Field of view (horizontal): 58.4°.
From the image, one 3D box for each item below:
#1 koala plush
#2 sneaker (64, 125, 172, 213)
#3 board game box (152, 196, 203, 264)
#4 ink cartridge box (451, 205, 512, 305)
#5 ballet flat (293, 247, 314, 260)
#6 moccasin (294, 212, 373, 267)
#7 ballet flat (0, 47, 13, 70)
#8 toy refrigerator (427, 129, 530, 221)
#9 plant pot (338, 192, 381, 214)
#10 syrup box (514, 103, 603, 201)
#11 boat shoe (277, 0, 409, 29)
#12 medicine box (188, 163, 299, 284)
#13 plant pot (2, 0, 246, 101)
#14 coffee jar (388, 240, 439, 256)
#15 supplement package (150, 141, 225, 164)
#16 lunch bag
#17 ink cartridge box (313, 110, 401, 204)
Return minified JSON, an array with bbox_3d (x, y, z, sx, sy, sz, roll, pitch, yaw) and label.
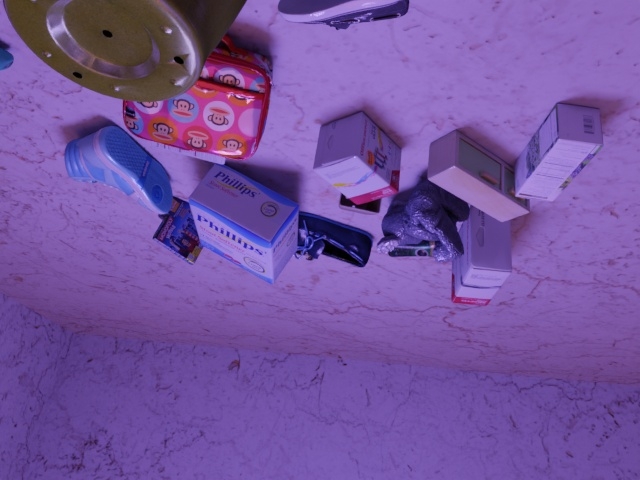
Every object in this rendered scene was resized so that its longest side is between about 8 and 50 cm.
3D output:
[{"bbox_3d":[0.252,-0.052,1.537,0.221,0.196,0.203,-16,134,43],"label":"koala plush"},{"bbox_3d":[-0.565,-0.181,1.585,0.208,0.127,0.319,-5,142,23],"label":"sneaker"},{"bbox_3d":[-0.443,-0.049,1.791,0.194,0.194,0.060,37,144,-21],"label":"board game box"},{"bbox_3d":[0.457,0.048,1.647,0.114,0.197,0.273,5,155,4],"label":"ink cartridge box"},{"bbox_3d":[-0.104,0.013,1.902,0.213,0.068,0.072,22,151,-25],"label":"ballet flat"},{"bbox_3d":[0.000,0.000,1.784,0.342,0.117,0.138,12,154,-6],"label":"moccasin"},{"bbox_3d":[-0.785,-0.420,1.206,0.247,0.083,0.087,9,141,-4],"label":"ballet flat"},{"bbox_3d":[0.385,-0.150,1.368,0.269,0.102,0.094,25,150,-29],"label":"toy refrigerator"},{"bbox_3d":[0.102,-0.121,1.523,0.109,0.109,0.096,12,167,-6],"label":"plant pot"},{"bbox_3d":[0.514,-0.186,1.259,0.096,0.093,0.237,8,155,0],"label":"syrup box"},{"bbox_3d":[0.043,-0.401,0.990,0.228,0.080,0.076,-7,150,14],"label":"boat shoe"},{"bbox_3d":[-0.210,-0.043,1.626,0.263,0.149,0.289,28,156,10],"label":"medicine box"},{"bbox_3d":[-0.236,-0.392,0.766,0.366,0.353,0.366,7,155,3],"label":"plant pot"},{"bbox_3d":[0.296,0.006,1.747,0.184,0.079,0.096,1,151,18],"label":"coffee jar"},{"bbox_3d":[-0.298,-0.265,1.339,0.179,0.105,0.105,14,156,-9],"label":"supplement package"},{"bbox_3d":[-0.245,-0.313,1.167,0.293,0.120,0.258,12,127,-8],"label":"lunch bag"},{"bbox_3d":[0.089,-0.190,1.345,0.127,0.128,0.176,-13,147,38],"label":"ink cartridge box"}]
